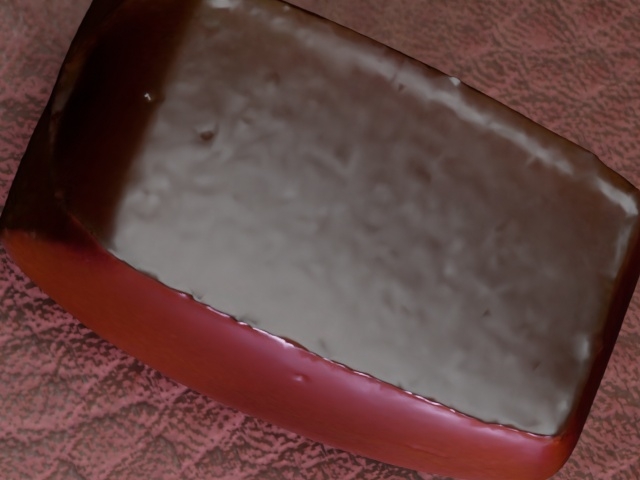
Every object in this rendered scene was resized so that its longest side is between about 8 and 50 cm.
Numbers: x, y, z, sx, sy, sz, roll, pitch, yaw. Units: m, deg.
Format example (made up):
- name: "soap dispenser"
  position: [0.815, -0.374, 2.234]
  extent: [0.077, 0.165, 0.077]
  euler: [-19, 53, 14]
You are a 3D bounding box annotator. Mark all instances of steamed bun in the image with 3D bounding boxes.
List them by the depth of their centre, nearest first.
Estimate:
- name: "steamed bun"
  position: [0.000, 0.000, 0.999]
  extent: [0.379, 0.248, 0.235]
  euler: [23, 74, -7]
